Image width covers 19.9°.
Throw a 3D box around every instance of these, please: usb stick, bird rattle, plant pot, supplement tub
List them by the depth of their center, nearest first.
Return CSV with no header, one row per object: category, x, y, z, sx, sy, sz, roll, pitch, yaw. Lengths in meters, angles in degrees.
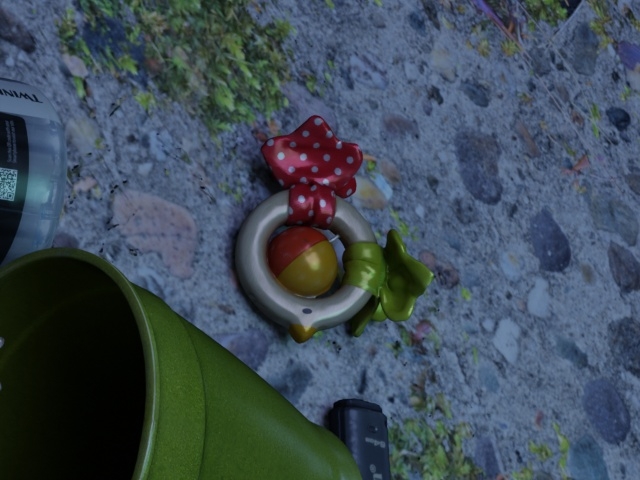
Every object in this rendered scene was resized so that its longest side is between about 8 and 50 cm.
supplement tub,-0.419,-0.067,1.652,0.338,0.207,0.207,8,66,-38
plant pot,-0.152,0.235,1.669,0.353,0.366,0.366,26,55,-42
usb stick,0.047,0.309,1.977,0.077,0.045,0.278,14,62,-34
bird rattle,0.000,0.000,2.030,0.207,0.143,0.253,-35,92,-27

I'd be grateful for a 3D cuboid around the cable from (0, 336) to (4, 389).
cable,-0.419,0.077,1.570,0.287,0.072,0.139,-6,93,-7
